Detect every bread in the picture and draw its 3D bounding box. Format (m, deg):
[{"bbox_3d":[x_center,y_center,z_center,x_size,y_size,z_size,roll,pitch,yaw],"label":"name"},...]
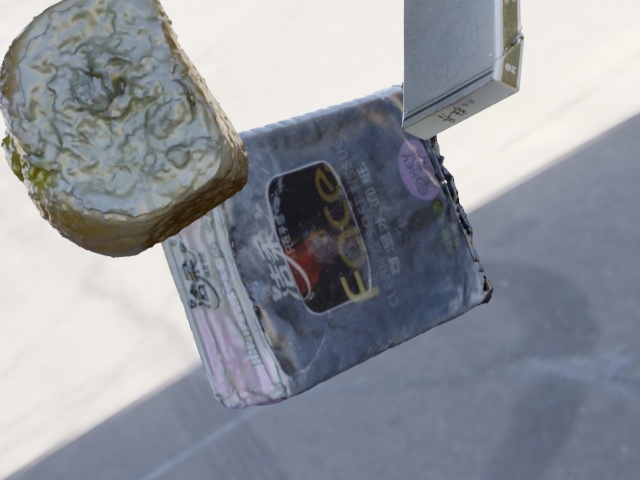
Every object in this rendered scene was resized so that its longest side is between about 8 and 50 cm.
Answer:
[{"bbox_3d":[-0.170,-0.091,1.543,0.176,0.195,0.246,-31,-4,0],"label":"bread"}]

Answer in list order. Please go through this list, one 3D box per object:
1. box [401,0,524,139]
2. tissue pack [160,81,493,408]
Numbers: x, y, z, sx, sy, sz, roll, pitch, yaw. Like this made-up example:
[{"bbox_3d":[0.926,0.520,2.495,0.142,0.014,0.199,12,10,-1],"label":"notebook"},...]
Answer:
[{"bbox_3d":[0.101,-0.181,1.386,0.109,0.029,0.198,-26,56,50],"label":"box"},{"bbox_3d":[0.000,0.000,1.916,0.122,0.259,0.361,-20,-1,38],"label":"tissue pack"}]
